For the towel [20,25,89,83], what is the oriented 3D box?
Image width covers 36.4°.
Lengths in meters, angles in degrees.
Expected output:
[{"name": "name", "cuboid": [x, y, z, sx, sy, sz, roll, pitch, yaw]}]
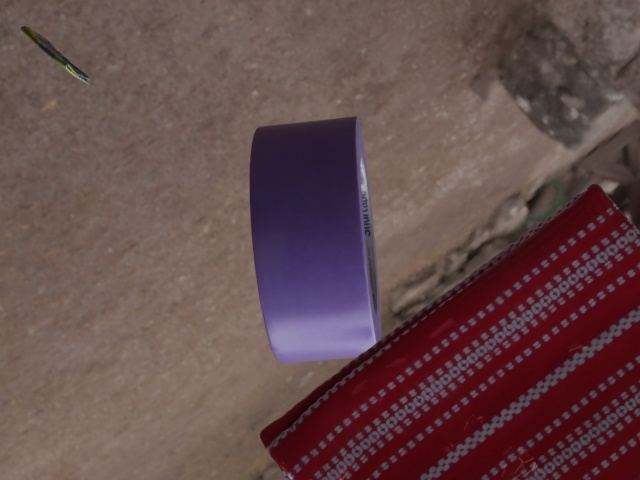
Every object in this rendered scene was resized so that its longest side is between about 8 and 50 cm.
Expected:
[{"name": "towel", "cuboid": [-0.306, -0.216, 1.127, 0.009, 0.083, 0.060, -50, 161, 2]}]

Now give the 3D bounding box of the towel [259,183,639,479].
[{"name": "towel", "cuboid": [0.128, 0.140, 0.429, 0.199, 0.274, 0.031, -37, 177, 4]}]

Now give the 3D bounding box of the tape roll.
[{"name": "tape roll", "cuboid": [0.000, 0.000, 0.766, 0.080, 0.188, 0.189, -6, 165, 6]}]
